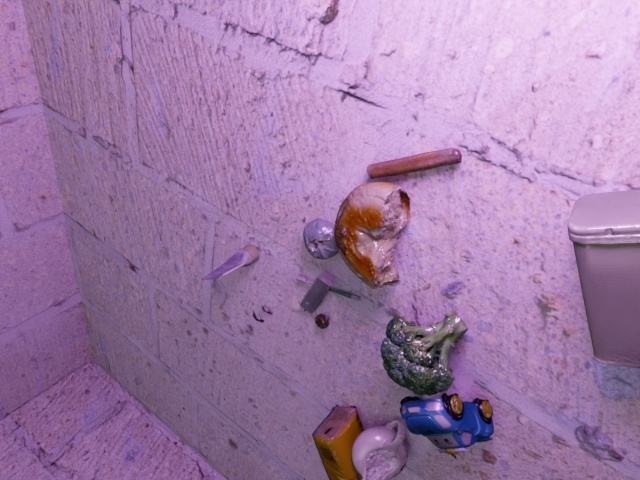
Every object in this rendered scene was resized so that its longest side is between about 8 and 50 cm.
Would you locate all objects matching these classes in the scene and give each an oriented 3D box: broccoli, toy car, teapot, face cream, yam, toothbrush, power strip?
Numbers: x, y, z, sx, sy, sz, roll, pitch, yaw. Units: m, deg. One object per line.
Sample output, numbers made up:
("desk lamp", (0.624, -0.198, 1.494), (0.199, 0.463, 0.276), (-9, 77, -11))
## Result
("broccoli", (0.304, 0.313, 1.294), (0.270, 0.270, 0.270), (-42, 85, 7))
("toy car", (0.381, 0.554, 1.336), (0.198, 0.314, 0.165), (-28, 51, 42))
("teapot", (0.228, 0.788, 1.646), (0.209, 0.166, 0.299), (25, 111, 5))
("face cream", (-0.326, 0.093, 1.639), (0.114, 0.224, 0.070), (-9, 109, 41))
("yam", (0.240, -0.200, 1.153), (0.264, 0.046, 0.046), (-5, 112, 39))
("toothbrush", (0.023, 0.167, 1.553), (0.257, 0.024, 0.018), (17, 145, 29))
("power strip", (-0.019, 0.197, 1.577), (0.060, 0.027, 0.252), (36, 142, 5))

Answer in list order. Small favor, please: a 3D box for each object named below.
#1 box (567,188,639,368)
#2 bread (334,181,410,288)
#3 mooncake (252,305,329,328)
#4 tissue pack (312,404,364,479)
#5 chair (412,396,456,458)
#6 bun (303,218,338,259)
("box", (0.709, 0.081, 0.866), (0.352, 0.177, 0.343), (-3, 114, 38))
("bread", (0.139, -0.025, 1.247), (0.192, 0.171, 0.313), (15, 122, 35))
("mooncake", (-0.116, 0.297, 1.721), (0.347, 0.057, 0.150), (-22, 88, 37))
("tissue pack", (0.098, 0.824, 1.762), (0.134, 0.192, 0.270), (-5, 113, 41))
("chair", (0.378, 0.631, 1.503), (0.222, 0.104, 0.095), (36, 149, 13))
("bun", (0.000, 0.000, 1.430), (0.141, 0.083, 0.140), (17, 121, 30))
